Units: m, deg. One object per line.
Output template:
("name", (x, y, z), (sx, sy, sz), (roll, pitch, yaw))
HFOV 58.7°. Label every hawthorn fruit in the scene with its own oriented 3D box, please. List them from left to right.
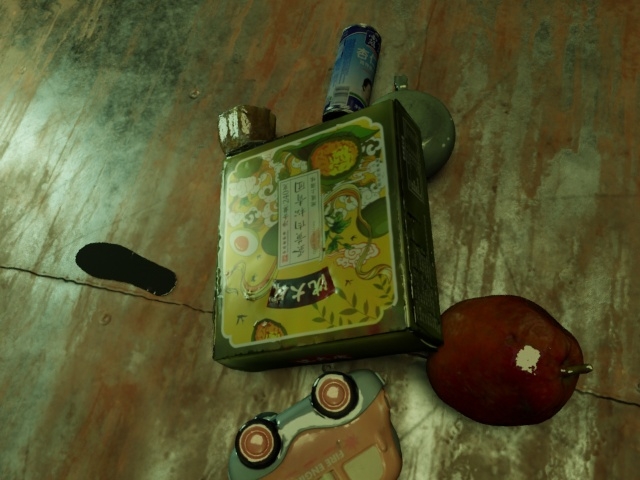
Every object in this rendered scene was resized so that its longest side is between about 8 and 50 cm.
("hawthorn fruit", (0.302, 0.189, 0.898), (0.224, 0.261, 0.224), (2, 86, -23))

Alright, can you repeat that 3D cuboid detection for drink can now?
("drink can", (0.070, -0.350, 1.239), (0.097, 0.097, 0.235), (8, 67, 9))

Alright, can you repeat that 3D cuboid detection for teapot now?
("teapot", (0.174, -0.207, 1.153), (0.193, 0.129, 0.294), (-4, 65, 4))

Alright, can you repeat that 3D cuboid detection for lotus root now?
("lotus root", (-0.151, -0.224, 1.198), (0.122, 0.112, 0.081), (-21, 74, 31))

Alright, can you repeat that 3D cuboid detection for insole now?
("insole", (-0.396, 0.055, 1.158), (0.232, 0.003, 0.080), (17, 70, 12))

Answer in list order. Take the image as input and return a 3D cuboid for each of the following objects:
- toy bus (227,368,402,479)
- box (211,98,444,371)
("toy bus", (0.005, 0.344, 0.902), (0.287, 0.194, 0.232), (-28, 75, -7))
("box", (0.000, 0.000, 0.999), (0.373, 0.138, 0.420), (-13, 64, 27))
